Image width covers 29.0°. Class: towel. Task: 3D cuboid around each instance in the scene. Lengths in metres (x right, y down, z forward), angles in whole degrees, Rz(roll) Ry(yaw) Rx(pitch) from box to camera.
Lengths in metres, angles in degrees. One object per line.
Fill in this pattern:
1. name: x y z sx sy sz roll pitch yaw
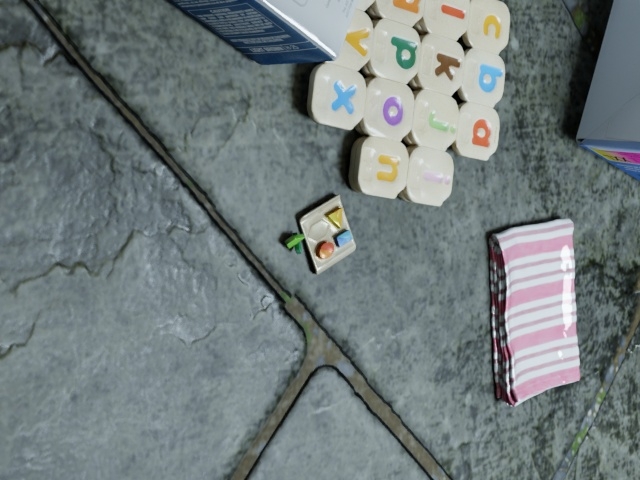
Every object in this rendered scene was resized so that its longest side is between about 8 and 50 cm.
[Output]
1. towel: 0.248 0.078 1.399 0.144 0.029 0.197 -12 102 -44

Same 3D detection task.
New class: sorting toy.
1. sorting toy: 0.000 0.000 1.162 0.083 0.012 0.062 -32 115 -38

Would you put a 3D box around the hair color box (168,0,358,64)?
1. hair color box: -0.104 -0.295 0.972 0.347 0.105 0.174 31 72 -42

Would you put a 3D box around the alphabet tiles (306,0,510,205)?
1. alphabet tiles: 0.092 -0.181 1.231 0.278 0.021 0.284 6 89 -44

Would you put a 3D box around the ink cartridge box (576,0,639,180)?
1. ink cartridge box: 0.501 -0.182 1.524 0.395 0.151 0.270 21 84 -48
